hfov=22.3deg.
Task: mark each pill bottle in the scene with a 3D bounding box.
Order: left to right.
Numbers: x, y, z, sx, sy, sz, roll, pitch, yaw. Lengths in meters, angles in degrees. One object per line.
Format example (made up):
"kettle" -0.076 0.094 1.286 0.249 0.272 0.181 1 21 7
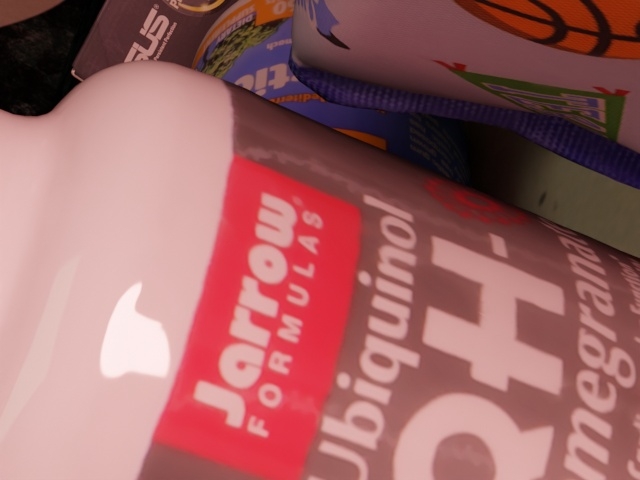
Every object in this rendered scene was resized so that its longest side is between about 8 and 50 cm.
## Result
"pill bottle" -0.014 0.055 0.459 0.176 0.319 0.176 -56 21 35
"pill bottle" 0.000 0.000 0.789 0.152 0.152 0.272 -57 19 34

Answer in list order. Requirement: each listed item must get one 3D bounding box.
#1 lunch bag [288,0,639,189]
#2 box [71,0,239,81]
"lunch bag" 0.158 -0.210 0.343 0.328 0.239 0.385 139 149 -79
"box" -0.003 -0.297 1.145 0.395 0.097 0.318 -55 3 37
